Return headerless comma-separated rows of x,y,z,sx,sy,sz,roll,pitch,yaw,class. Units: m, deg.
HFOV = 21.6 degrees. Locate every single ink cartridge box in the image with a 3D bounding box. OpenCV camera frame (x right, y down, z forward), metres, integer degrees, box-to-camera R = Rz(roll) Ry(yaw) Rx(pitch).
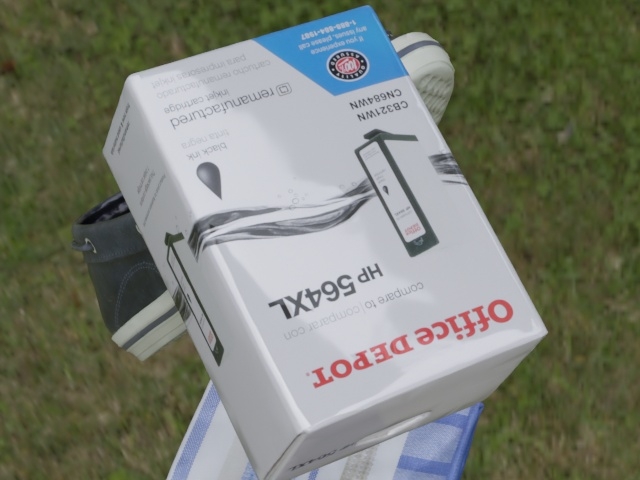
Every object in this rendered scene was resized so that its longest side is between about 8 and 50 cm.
0.000,0.000,0.857,0.148,0.086,0.203,-20,71,-25,ink cartridge box

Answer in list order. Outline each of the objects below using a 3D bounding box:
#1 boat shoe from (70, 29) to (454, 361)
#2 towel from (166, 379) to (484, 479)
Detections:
-0.071,-0.048,1.312,0.187,0.500,0.156,-33,88,-33,boat shoe
-0.005,0.218,1.598,0.285,0.034,0.209,6,53,20,towel
